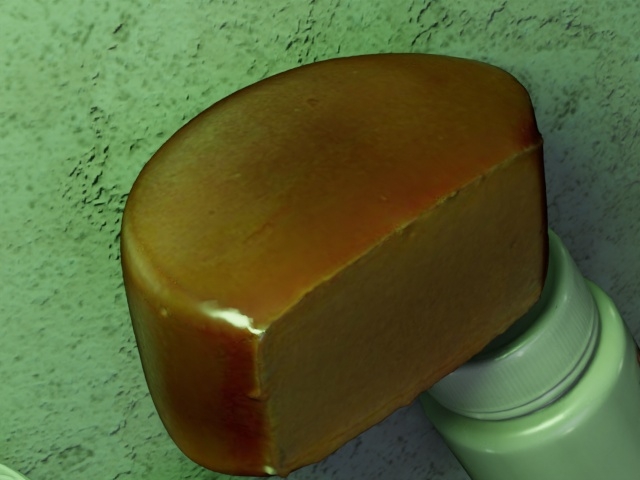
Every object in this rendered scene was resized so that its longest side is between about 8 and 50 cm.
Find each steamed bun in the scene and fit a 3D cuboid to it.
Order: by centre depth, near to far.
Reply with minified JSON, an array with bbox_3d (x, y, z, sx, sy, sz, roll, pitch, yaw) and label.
[{"bbox_3d":[0.000,0.000,1.511,0.379,0.248,0.235,-34,138,-26],"label":"steamed bun"}]

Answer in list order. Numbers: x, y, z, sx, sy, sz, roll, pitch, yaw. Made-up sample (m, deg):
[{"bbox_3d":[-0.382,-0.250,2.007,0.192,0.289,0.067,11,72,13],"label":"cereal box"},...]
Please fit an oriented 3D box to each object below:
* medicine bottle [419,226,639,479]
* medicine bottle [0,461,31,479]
[{"bbox_3d":[0.206,0.137,1.789,0.208,0.208,0.339,-40,135,-5],"label":"medicine bottle"},{"bbox_3d":[-0.356,0.373,1.548,0.242,0.242,0.395,1,112,-37],"label":"medicine bottle"}]
